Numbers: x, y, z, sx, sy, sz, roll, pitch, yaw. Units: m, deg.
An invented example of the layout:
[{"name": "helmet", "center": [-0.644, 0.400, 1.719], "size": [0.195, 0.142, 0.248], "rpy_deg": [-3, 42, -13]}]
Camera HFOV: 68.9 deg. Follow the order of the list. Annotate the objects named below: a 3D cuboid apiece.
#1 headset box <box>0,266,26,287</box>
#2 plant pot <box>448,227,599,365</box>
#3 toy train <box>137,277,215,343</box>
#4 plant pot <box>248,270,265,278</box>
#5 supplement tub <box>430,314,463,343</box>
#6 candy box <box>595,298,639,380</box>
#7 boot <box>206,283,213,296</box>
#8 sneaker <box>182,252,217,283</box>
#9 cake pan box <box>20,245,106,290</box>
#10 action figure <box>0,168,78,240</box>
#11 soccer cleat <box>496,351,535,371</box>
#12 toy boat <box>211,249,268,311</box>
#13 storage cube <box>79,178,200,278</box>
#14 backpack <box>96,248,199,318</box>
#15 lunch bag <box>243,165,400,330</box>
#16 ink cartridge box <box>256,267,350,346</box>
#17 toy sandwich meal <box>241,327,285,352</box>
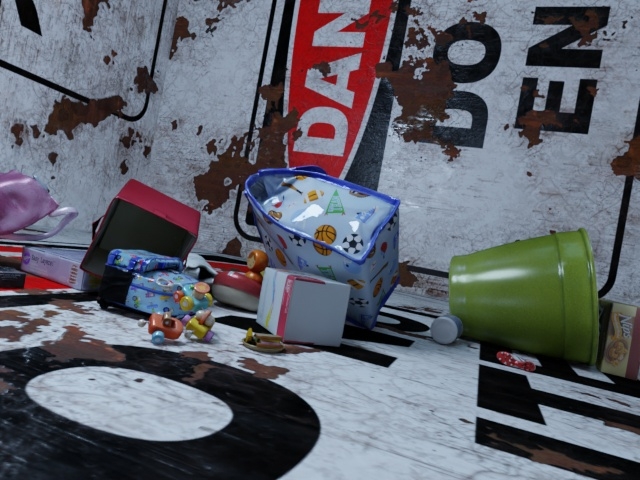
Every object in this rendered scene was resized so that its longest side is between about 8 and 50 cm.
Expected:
[{"name": "headset box", "center": [-0.637, 0.073, 0.931], "size": [0.083, 0.032, 0.062], "rpy_deg": [8, -2, 33]}, {"name": "plant pot", "center": [0.552, 0.154, 1.318], "size": [0.352, 0.367, 0.366], "rpy_deg": [-2, -5, 22]}, {"name": "toy train", "center": [-0.231, 0.110, 0.785], "size": [0.125, 0.046, 0.166], "rpy_deg": [25, 22, -24]}, {"name": "plant pot", "center": [-0.190, 0.135, 1.422], "size": [0.081, 0.082, 0.083], "rpy_deg": [10, 11, 34]}, {"name": "supplement tub", "center": [0.332, 0.231, 1.224], "size": [0.070, 0.071, 0.107], "rpy_deg": [10, 1, 25]}, {"name": "candy box", "center": [0.822, 0.264, 1.314], "size": [0.087, 0.183, 0.316], "rpy_deg": [9, -1, 23]}, {"name": "boot", "center": [-0.260, 0.125, 1.279], "size": [0.114, 0.037, 0.106], "rpy_deg": [-11, 7, -28]}, {"name": "sneaker", "center": [-0.440, 0.078, 1.415], "size": [0.129, 0.111, 0.297], "rpy_deg": [17, 5, 41]}, {"name": "cake pan box", "center": [-0.570, 0.070, 1.182], "size": [0.266, 0.070, 0.245], "rpy_deg": [10, -2, 28]}, {"name": "action figure", "center": [-0.781, -0.016, 1.031], "size": [0.275, 0.248, 0.370], "rpy_deg": [43, 20, -21]}, {"name": "soccer cleat", "center": [0.440, 0.273, 1.051], "size": [0.083, 0.029, 0.035], "rpy_deg": [14, -7, 33]}, {"name": "toy boat", "center": [-0.174, 0.098, 1.211], "size": [0.150, 0.151, 0.231], "rpy_deg": [10, -1, 23]}, {"name": "storage cube", "center": [-0.404, -0.008, 1.077], "size": [0.214, 0.184, 0.193], "rpy_deg": [27, 11, -19]}, {"name": "backpack", "center": [-0.316, 0.090, 0.913], "size": [0.173, 0.117, 0.158], "rpy_deg": [12, 0, 21]}, {"name": "lunch bag", "center": [0.000, 0.000, 1.191], "size": [0.385, 0.239, 0.328], "rpy_deg": [20, -34, 25]}, {"name": "ink cartridge box", "center": [-0.042, 0.133, 0.971], "size": [0.128, 0.128, 0.176], "rpy_deg": [10, -1, -26]}, {"name": "toy sandwich meal", "center": [-0.097, 0.171, 0.810], "size": [0.085, 0.029, 0.085], "rpy_deg": [10, 0, 0]}]
